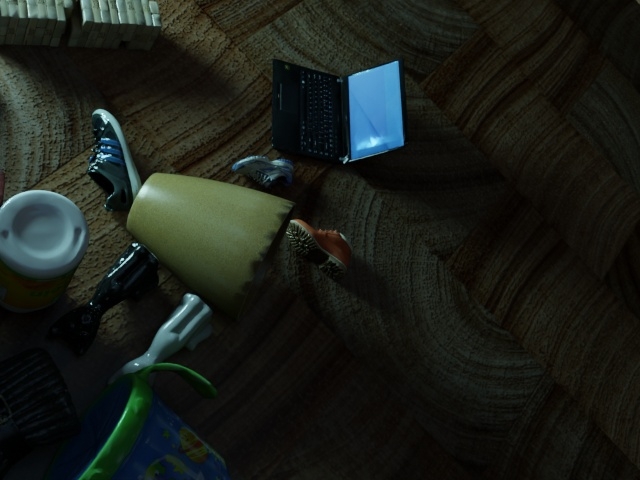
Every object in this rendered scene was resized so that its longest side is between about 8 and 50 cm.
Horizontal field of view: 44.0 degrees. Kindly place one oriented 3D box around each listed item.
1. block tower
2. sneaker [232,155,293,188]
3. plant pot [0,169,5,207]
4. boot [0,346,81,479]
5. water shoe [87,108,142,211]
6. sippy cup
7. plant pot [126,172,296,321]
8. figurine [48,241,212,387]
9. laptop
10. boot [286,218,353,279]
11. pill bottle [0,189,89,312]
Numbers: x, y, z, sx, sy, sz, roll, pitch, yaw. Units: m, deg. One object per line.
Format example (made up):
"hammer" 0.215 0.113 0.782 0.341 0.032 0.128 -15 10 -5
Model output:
"block tower" -0.488 -0.435 1.534 0.335 0.097 0.091 -4 70 -31
"sneaker" -0.113 -0.137 1.620 0.135 0.052 0.058 1 72 -27
"plant pot" -0.581 -0.025 1.168 0.201 0.201 0.180 9 78 -24
"boot" -0.464 0.329 1.143 0.260 0.131 0.348 -13 62 -32
"water shoe" -0.394 -0.150 1.463 0.080 0.073 0.203 -19 77 -31
"sippy cup" -0.269 0.360 1.219 0.224 0.240 0.305 39 94 -20
"plant pot" -0.208 -0.013 1.428 0.254 0.237 0.237 25 57 1
"figurine" -0.319 0.149 1.367 0.215 0.092 0.209 44 63 -5
"laptop" 0.040 -0.300 1.722 0.264 0.136 0.234 11 63 -23
"boot" 0.000 0.000 1.616 0.158 0.059 0.085 42 52 -15
"pill bottle" -0.453 0.031 1.243 0.136 0.245 0.136 11 64 -23
